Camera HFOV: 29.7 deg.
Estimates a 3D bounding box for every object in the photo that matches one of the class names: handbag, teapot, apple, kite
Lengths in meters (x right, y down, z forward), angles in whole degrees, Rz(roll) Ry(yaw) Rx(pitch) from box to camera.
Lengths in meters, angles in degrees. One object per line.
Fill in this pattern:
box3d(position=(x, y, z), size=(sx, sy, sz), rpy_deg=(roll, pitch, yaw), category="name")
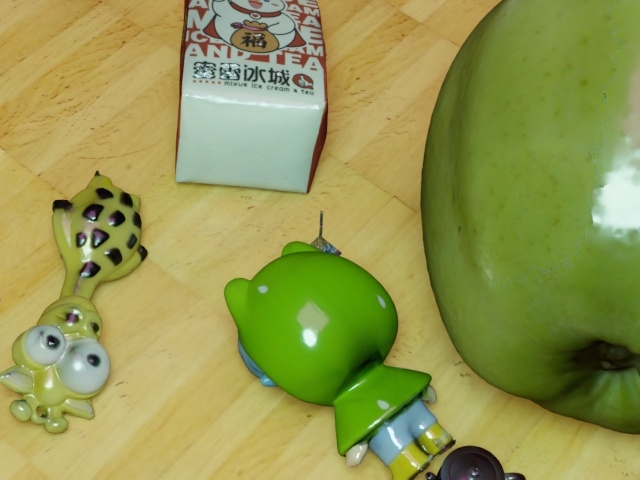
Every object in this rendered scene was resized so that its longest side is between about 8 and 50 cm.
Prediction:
box3d(position=(-0.080, -0.205, 1.407), size=(0.171, 0.151, 0.298), rpy_deg=(5, 47, -7), category="handbag")
box3d(position=(0.150, 0.232, 1.171), size=(0.100, 0.045, 0.067), rpy_deg=(0, 56, -4), category="teapot")
box3d(position=(0.316, -0.046, 1.149), size=(0.474, 0.473, 0.473), rpy_deg=(3, 55, -4), category="apple")
box3d(position=(0.006, 0.002, 1.347), size=(0.044, 0.002, 0.078), rpy_deg=(21, 56, 9), category="kite")

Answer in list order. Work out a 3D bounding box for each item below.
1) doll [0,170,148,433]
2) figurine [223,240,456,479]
box3d(position=(-0.247, 0.056, 1.234), size=(0.117, 0.086, 0.291), rpy_deg=(28, 53, -22), category="doll")
box3d(position=(0.023, 0.119, 1.190), size=(0.162, 0.143, 0.263), rpy_deg=(-34, 76, -29), category="figurine")
